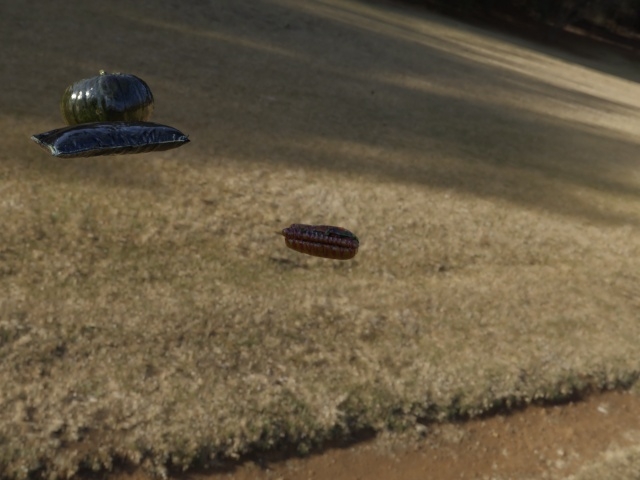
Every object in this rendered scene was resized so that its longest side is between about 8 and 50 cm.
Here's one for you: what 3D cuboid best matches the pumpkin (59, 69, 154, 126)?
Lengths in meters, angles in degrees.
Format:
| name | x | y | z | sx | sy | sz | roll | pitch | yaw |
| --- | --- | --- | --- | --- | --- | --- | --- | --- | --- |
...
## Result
| name | x | y | z | sx | sy | sz | roll | pitch | yaw |
| --- | --- | --- | --- | --- | --- | --- | --- | --- | --- |
| pumpkin | -0.509 | -0.330 | 1.859 | 0.224 | 0.157 | 0.223 | -7 | 12 | 1 |

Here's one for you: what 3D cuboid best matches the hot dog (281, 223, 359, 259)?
| name | x | y | z | sx | sy | sz | roll | pitch | yaw |
| --- | --- | --- | --- | --- | --- | --- | --- | --- | --- |
| hot dog | 0.000 | 0.000 | 1.414 | 0.144 | 0.062 | 0.038 | 10 | 5 | -1 |

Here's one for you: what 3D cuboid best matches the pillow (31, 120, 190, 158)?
| name | x | y | z | sx | sy | sz | roll | pitch | yaw |
| --- | --- | --- | --- | --- | --- | --- | --- | --- | --- |
| pillow | -0.321 | -0.153 | 1.188 | 0.208 | 0.055 | 0.141 | -8 | 19 | -30 |
